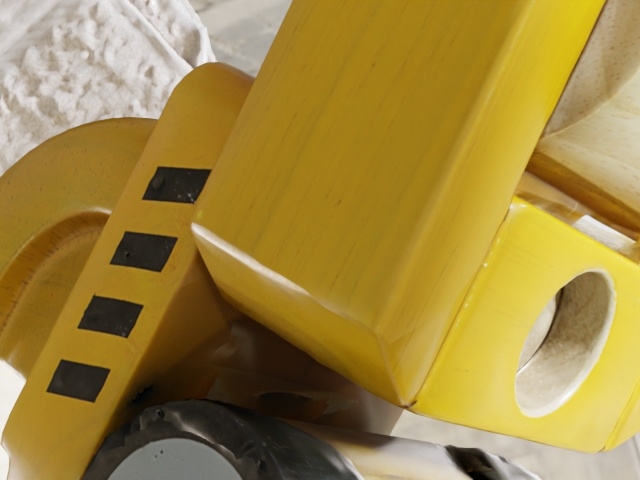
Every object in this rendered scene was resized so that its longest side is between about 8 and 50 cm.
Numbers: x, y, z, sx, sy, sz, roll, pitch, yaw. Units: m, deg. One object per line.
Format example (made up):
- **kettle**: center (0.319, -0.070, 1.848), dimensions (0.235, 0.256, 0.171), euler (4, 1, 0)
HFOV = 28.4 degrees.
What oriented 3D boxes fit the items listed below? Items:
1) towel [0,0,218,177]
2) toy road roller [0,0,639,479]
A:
- **towel**: center (-0.192, -0.066, 0.672), dimensions (0.282, 0.187, 0.049), euler (-40, 164, 16)
- **toy road roller**: center (0.000, 0.000, 0.474), dimensions (0.240, 0.330, 0.202), euler (31, -174, 37)
